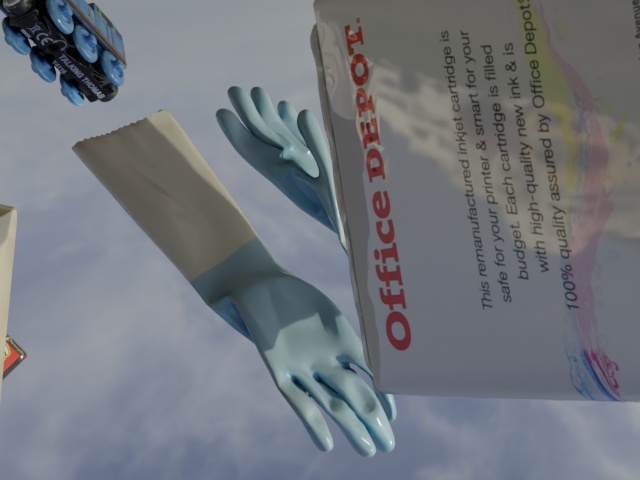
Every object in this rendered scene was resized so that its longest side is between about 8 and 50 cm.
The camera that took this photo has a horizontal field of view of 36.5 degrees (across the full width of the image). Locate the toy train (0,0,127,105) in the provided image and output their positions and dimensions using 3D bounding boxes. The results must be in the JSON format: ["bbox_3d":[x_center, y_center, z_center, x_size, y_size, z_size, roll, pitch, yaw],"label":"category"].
[{"bbox_3d":[-0.277,-0.223,1.040,0.080,0.184,0.105,-23,-122,12],"label":"toy train"}]

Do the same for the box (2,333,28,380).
[{"bbox_3d":[-0.398,0.128,0.848,0.233,0.159,0.044,-47,-148,-20],"label":"box"}]

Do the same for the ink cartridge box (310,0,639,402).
[{"bbox_3d":[0.136,-0.042,0.405,0.117,0.201,0.278,-9,179,-39],"label":"ink cartridge box"}]

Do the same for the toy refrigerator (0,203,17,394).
[{"bbox_3d":[-0.278,0.108,0.652,0.094,0.269,0.102,11,-165,2],"label":"toy refrigerator"}]

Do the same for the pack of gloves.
[{"bbox_3d":[0.000,0.000,0.559,0.046,0.232,0.195,-40,178,32],"label":"pack of gloves"}]
